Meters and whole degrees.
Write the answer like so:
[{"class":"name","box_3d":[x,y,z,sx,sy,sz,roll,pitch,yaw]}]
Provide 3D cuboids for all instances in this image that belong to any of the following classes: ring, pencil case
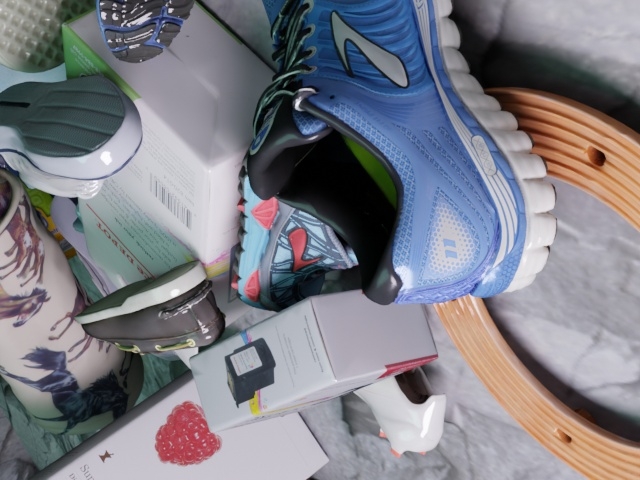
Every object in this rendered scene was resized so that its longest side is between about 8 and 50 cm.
[{"class":"ring","box_3d":[0.182,0.044,0.802,0.336,0.032,0.337,41,150,30]},{"class":"pencil case","box_3d":[-0.350,0.077,1.402,0.183,0.159,0.410,54,171,40]}]

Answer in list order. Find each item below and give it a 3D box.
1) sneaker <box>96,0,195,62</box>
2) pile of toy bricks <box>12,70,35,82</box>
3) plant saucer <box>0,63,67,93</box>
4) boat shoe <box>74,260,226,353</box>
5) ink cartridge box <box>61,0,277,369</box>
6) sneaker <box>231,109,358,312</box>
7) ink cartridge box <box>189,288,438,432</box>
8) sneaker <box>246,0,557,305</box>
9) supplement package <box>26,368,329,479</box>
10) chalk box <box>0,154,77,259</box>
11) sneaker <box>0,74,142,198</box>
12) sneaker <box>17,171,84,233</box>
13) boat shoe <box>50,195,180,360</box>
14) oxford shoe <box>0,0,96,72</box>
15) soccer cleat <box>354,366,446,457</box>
[{"class":"sneaker","box_3d":[-0.147,-0.254,0.950,0.087,0.083,0.221,-142,53,-63]},{"class":"pile of toy bricks","box_3d":[-0.361,-0.246,1.284,0.212,0.118,0.105,42,170,29]},{"class":"plant saucer","box_3d":[-0.248,-0.173,1.217,0.194,0.037,0.195,11,138,10]},{"class":"boat shoe","box_3d":[-0.161,0.075,1.096,0.227,0.081,0.069,-16,104,58]},{"class":"ink cartridge box","box_3d":[-0.131,-0.048,1.132,0.207,0.119,0.353,44,151,21]},{"class":"sneaker","box_3d":[0.000,0.000,0.970,0.125,0.104,0.262,25,152,13]},{"class":"ink cartridge box","box_3d":[-0.008,0.101,1.011,0.175,0.127,0.072,-29,74,44]},{"class":"sneaker","box_3d":[0.013,-0.103,0.749,0.330,0.147,0.130,62,152,24]},{"class":"supplement package","box_3d":[-0.173,0.272,1.374,0.178,0.293,0.175,56,155,-1]},{"class":"chalk box","box_3d":[-0.457,-0.086,1.581,0.289,0.179,0.180,53,154,5]},{"class":"sneaker","box_3d":[-0.207,-0.082,1.008,0.091,0.094,0.258,51,164,-31]},{"class":"sneaker","box_3d":[-0.299,-0.127,1.326,0.283,0.122,0.110,48,153,16]},{"class":"boat shoe","box_3d":[-0.233,0.038,1.463,0.258,0.095,0.084,56,175,8]},{"class":"oxford shoe","box_3d":[-0.286,-0.364,0.990,0.130,0.169,0.450,19,129,47]},{"class":"soccer cleat","box_3d":[0.049,0.118,1.090,0.196,0.068,0.076,42,122,40]}]
